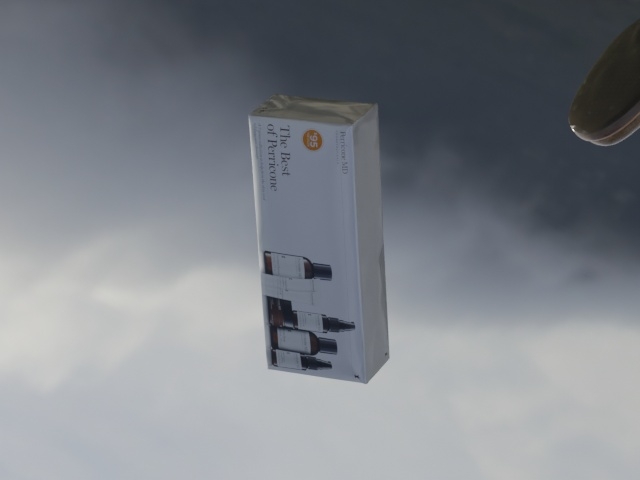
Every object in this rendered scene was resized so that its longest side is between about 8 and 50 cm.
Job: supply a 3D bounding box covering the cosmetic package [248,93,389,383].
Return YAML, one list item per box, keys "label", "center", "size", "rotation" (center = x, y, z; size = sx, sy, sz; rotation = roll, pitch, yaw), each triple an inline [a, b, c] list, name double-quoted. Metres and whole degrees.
- label: "cosmetic package"
  center: [0.000, 0.000, 1.680]
  size: [0.099, 0.239, 0.060]
  rotation: [6, -156, 22]

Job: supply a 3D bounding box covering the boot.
- label: "boot"
  center: [0.365, -0.179, 1.890]
  size: [0.112, 0.305, 0.115]
  rotation: [24, 153, 53]
